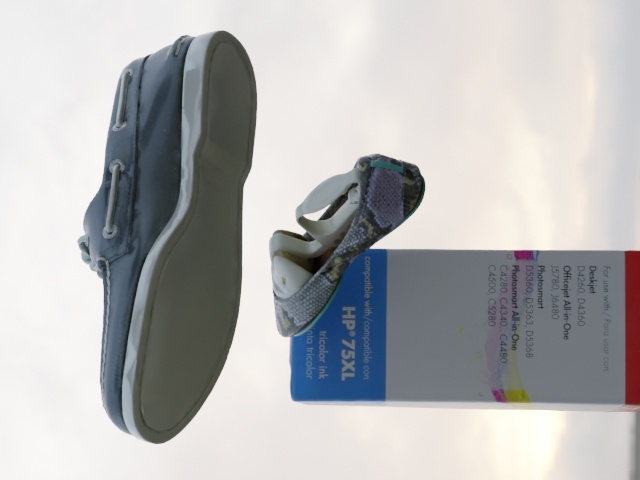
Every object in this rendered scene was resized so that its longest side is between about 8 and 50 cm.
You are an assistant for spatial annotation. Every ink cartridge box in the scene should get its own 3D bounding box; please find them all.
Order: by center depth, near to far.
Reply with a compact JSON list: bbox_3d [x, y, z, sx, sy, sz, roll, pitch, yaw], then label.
[{"bbox_3d":[0.103,0.048,0.872,0.134,0.231,0.078,65,-154,-83],"label":"ink cartridge box"}]

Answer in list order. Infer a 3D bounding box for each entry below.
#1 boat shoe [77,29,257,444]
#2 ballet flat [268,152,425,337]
[{"bbox_3d":[-0.121,-0.004,1.251,0.116,0.099,0.319,41,-129,-54],"label":"boat shoe"},{"bbox_3d":[0.000,0.000,0.750,0.114,0.041,0.041,-49,18,37],"label":"ballet flat"}]
